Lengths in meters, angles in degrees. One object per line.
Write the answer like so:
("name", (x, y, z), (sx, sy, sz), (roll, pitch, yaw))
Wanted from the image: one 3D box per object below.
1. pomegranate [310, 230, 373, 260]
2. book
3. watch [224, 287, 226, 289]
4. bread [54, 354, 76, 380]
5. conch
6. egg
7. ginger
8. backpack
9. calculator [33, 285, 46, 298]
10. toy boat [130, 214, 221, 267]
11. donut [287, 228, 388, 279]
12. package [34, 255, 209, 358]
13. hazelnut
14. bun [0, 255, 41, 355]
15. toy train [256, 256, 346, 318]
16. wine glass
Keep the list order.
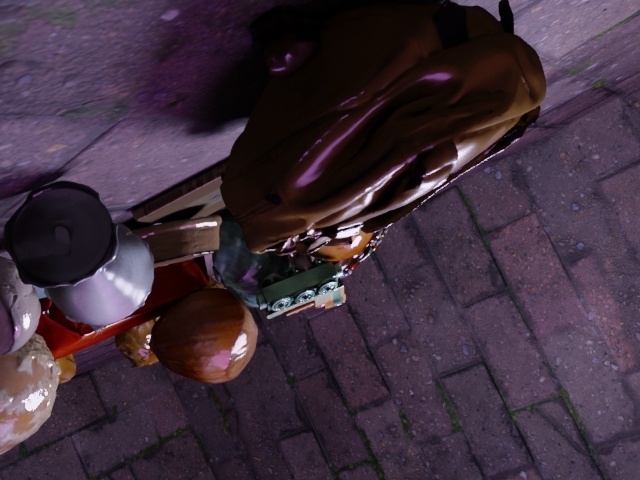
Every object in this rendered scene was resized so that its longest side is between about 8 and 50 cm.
("pomegranate", (0.023, -0.056, 1.392), (0.191, 0.191, 0.191), (-25, 175, -3))
("book", (-0.119, -0.101, 1.120), (0.310, 0.021, 0.217), (-26, 175, 8))
("watch", (-0.348, 0.231, 2.120), (0.162, 0.253, 0.241), (7, 138, -49))
("bread", (-0.578, 0.227, 1.460), (0.119, 0.152, 0.288), (-18, 173, -14))
("conch", (-0.144, 0.031, 1.447), (0.195, 0.220, 0.277), (-11, -159, 25))
("egg", (-0.487, 0.204, 0.982), (0.245, 0.203, 0.203), (-5, 165, -29))
("ginger", (-0.384, 0.190, 1.872), (0.254, 0.176, 0.418), (-29, 180, 13))
("backpack", (0.047, -0.116, 0.783), (0.378, 0.201, 0.353), (-32, 173, 32))
("calculator", (-0.501, 0.085, 1.028), (0.185, 0.041, 0.299), (-29, 172, 36))
("toy boat", (-0.247, 0.007, 1.147), (0.188, 0.061, 0.116), (-13, 175, -5))
("donut", (0.016, -0.015, 1.631), (0.259, 0.136, 0.345), (-39, -163, -11))
("package", (-0.403, 0.115, 1.347), (0.196, 0.123, 0.423), (-33, 173, 37))
("hazelnut", (-0.224, 0.183, 1.371), (0.214, 0.176, 0.214), (-7, 145, -5))
("bun", (-0.407, 0.072, 0.904), (0.138, 0.138, 0.094), (-29, -171, 32))
("toy train", (-0.036, 0.101, 1.361), (0.176, 0.074, 0.118), (-22, 149, -11))
("wine glass", (-0.291, 0.019, 0.874), (0.156, 0.156, 0.232), (-25, 171, -12))
